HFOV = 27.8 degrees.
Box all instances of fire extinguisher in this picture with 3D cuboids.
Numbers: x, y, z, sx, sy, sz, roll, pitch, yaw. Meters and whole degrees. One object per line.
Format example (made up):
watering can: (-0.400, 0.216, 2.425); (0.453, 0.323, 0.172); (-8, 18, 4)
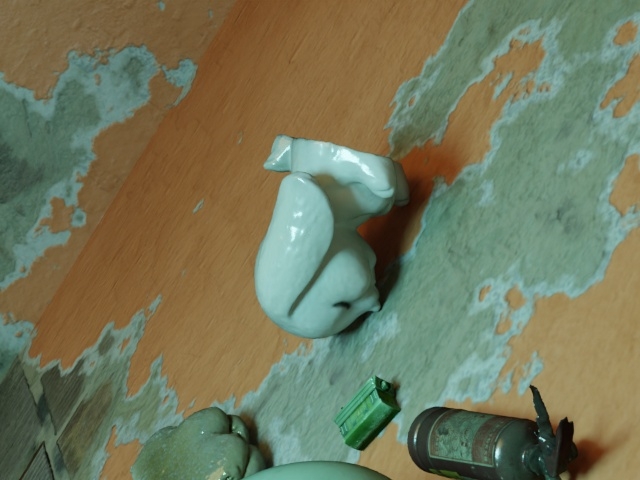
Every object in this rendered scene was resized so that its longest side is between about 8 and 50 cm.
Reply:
fire extinguisher: (0.174, 0.202, 1.300); (0.075, 0.106, 0.252); (-46, 18, -21)

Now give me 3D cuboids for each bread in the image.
bread: (-0.165, 0.336, 1.810); (0.183, 0.102, 0.337); (-57, 25, 5)

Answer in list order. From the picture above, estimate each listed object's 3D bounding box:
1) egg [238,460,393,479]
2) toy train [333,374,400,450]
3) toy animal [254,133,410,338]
egg: (-0.039, 0.377, 1.300); (0.389, 0.276, 0.276); (-46, 27, 31)
toy train: (0.058, 0.215, 1.599); (0.093, 0.038, 0.056); (-50, 32, 20)
toy animal: (0.000, 0.000, 1.753); (0.271, 0.206, 0.265); (-18, -57, -82)
